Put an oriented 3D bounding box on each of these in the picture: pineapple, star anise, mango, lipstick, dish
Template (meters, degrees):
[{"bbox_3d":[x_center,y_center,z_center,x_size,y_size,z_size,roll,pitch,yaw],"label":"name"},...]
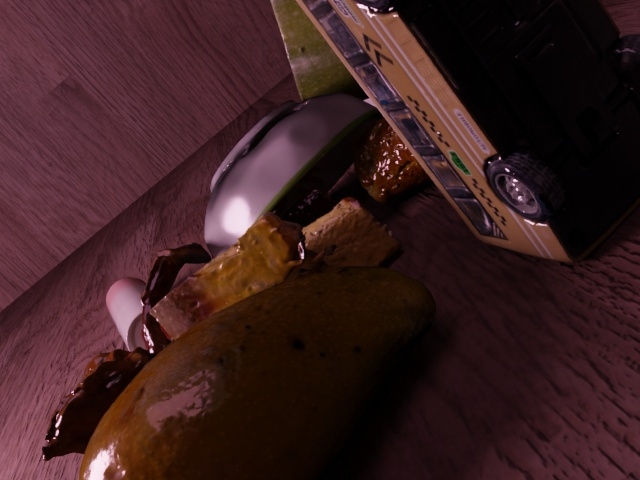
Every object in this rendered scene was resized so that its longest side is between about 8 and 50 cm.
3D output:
[{"bbox_3d":[-0.084,0.054,0.771,0.186,0.114,0.236,-38,-14,-26],"label":"pineapple"},{"bbox_3d":[-0.204,0.138,0.897,0.237,0.148,0.346,-20,37,41],"label":"star anise"},{"bbox_3d":[-0.051,0.126,0.608,0.177,0.175,0.329,30,62,24],"label":"mango"},{"bbox_3d":[-0.295,0.124,1.192,0.087,0.087,0.327,-44,19,-12],"label":"lipstick"},{"bbox_3d":[-0.065,-0.103,1.038,0.324,0.124,0.324,-46,-4,-4],"label":"dish"}]

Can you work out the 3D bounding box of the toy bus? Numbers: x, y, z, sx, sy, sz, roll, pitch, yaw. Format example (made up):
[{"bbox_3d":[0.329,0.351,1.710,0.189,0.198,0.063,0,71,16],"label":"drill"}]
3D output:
[{"bbox_3d":[0.126,-0.164,0.615,0.177,0.365,0.202,-43,16,-12],"label":"toy bus"}]

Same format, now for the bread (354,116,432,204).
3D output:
[{"bbox_3d":[0.135,-0.130,0.928,0.172,0.103,0.132,-25,25,33],"label":"bread"}]

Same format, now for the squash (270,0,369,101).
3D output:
[{"bbox_3d":[0.119,-0.372,1.112,0.384,0.263,0.263,-19,20,2],"label":"squash"}]

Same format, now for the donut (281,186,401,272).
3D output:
[{"bbox_3d":[0.001,0.001,0.910,0.141,0.085,0.217,-44,19,-12],"label":"donut"}]

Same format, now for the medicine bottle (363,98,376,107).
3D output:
[{"bbox_3d":[0.157,-0.351,1.342,0.252,0.144,0.144,-51,21,-23],"label":"medicine bottle"}]
